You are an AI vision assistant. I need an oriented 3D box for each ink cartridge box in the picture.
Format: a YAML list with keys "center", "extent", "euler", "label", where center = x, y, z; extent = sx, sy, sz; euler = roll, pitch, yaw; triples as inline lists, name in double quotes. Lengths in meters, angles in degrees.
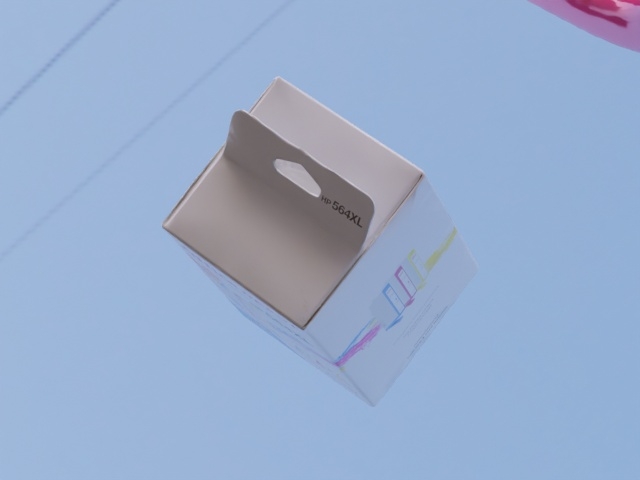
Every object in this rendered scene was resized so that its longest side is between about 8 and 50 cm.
- center: [0.000, 0.000, 0.878]
  extent: [0.092, 0.143, 0.090]
  euler: [34, -98, 26]
  label: "ink cartridge box"

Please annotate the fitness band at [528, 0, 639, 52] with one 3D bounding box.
- center: [0.067, -0.180, 0.791]
  extent: [0.291, 0.054, 0.209]
  euler: [40, -12, 46]
  label: "fitness band"
